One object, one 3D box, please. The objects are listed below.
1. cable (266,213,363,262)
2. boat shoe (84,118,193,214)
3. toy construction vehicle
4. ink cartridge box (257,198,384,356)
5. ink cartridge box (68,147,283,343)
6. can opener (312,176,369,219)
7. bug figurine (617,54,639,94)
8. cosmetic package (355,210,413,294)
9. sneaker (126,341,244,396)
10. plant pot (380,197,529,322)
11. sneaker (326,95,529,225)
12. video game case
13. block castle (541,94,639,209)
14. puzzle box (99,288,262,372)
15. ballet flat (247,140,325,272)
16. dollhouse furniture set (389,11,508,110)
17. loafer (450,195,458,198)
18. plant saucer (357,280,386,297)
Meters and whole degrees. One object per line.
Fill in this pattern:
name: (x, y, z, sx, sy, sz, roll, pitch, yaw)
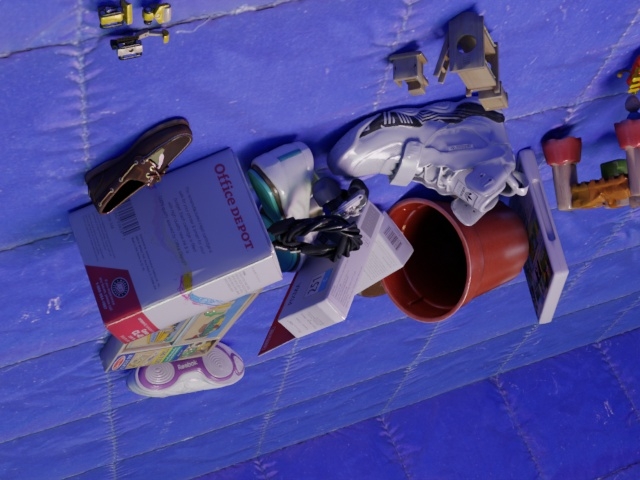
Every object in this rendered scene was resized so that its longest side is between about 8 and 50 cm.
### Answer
cable: (0.000, 0.000, 1.790, 0.150, 0.047, 0.184, 28, 150, -35)
boat shoe: (-0.285, -0.115, 1.624, 0.207, 0.073, 0.073, -33, 154, 18)
toy construction vehicle: (-0.248, -0.288, 1.345, 0.098, 0.035, 0.086, -18, 145, -19)
ink cartridge box: (-0.016, 0.074, 2.039, 0.261, 0.296, 0.066, -27, 117, 40)
ink cartridge box: (-0.246, 0.012, 1.735, 0.306, 0.226, 0.131, -21, 157, -3)
can opener: (0.047, -0.086, 1.873, 0.074, 0.093, 0.280, -33, -179, 9)
bug figurine: (0.729, -0.381, 1.984, 0.278, 0.072, 0.216, -12, 148, -14)
cosmetic package: (0.075, 0.046, 2.194, 0.231, 0.117, 0.085, -31, -171, 34)
sneaker: (-0.336, 0.321, 2.496, 0.305, 0.114, 0.152, -1, 162, -33)
plant pot: (0.308, 0.022, 2.255, 0.265, 0.272, 0.272, -13, 156, -43)
sneaker: (0.206, -0.134, 1.856, 0.365, 0.210, 0.137, -15, 155, -18)
video game case: (0.487, -0.002, 2.284, 0.036, 0.300, 0.329, -11, 157, 1)
block castle: (0.738, -0.190, 2.180, 0.453, 0.213, 0.303, -3, 176, -30)
puzzle box: (-0.299, 0.163, 2.228, 0.272, 0.052, 0.409, -5, 151, -34)
ballet flat: (-0.049, -0.058, 1.915, 0.139, 0.139, 0.400, -20, 156, -8)
dollhouse furniture set: (0.221, -0.295, 1.722, 0.160, 0.101, 0.182, -5, 164, 22)
loafer: (0.348, -0.130, 2.190, 0.148, 0.056, 0.050, -20, 163, -7)
plant saucer: (0.162, 0.093, 2.521, 0.198, 0.036, 0.199, -20, 156, -9)
